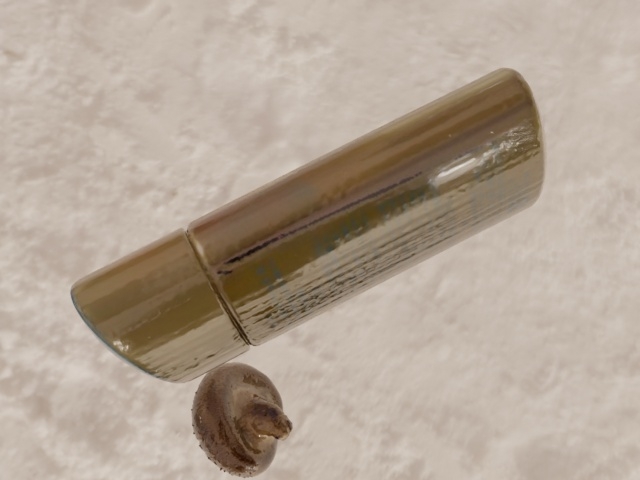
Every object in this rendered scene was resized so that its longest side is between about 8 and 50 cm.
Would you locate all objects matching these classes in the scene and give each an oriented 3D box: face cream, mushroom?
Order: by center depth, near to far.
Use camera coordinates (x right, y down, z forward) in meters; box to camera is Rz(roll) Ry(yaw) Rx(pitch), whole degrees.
[{"bbox_3d":[0.000,0.000,0.614,0.285,0.139,0.067,-27,62,-4],"label":"face cream"},{"bbox_3d":[-0.085,0.191,1.070,0.109,0.126,0.085,22,130,1],"label":"mushroom"}]
